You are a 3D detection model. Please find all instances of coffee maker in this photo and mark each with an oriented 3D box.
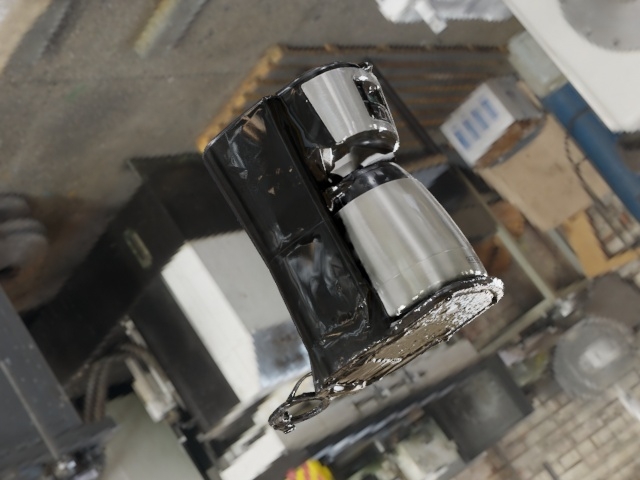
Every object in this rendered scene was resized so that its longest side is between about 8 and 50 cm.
[{"bbox_3d":[0.000,0.000,0.697,0.171,0.178,0.120,-29,160,-1],"label":"coffee maker"}]
